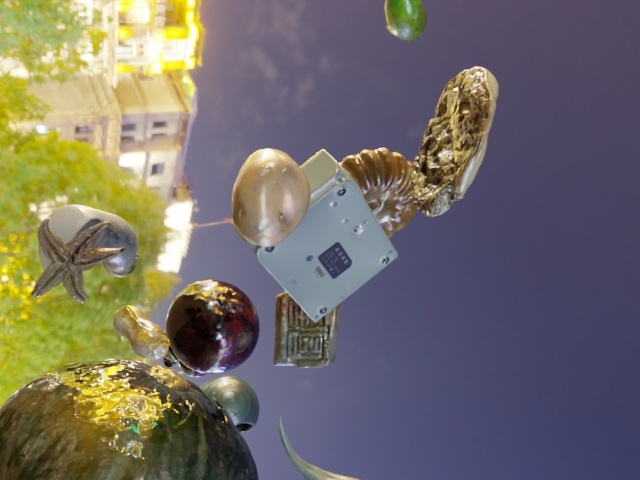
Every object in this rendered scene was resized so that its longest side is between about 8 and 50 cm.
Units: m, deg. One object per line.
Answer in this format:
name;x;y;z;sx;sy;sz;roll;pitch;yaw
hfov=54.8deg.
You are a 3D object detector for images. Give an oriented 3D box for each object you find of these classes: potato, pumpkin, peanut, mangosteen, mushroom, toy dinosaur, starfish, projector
potato;-0.071;-0.062;0.876;0.112;0.112;0.146;-20;-126;60
pumpkin;-0.322;0.379;1.034;0.454;0.455;0.343;-8;-125;60
peanut;-0.459;0.236;1.574;0.207;0.087;0.087;31;-54;36
mangosteen;-0.361;0.296;1.988;0.359;0.306;0.306;-51;-126;35
mushroom;-0.568;0.009;1.599;0.126;0.397;0.177;25;-89;11
toy dinosaur;0.020;0.543;1.273;0.392;0.206;0.092;55;-14;23
starfish;-0.564;0.039;1.395;0.043;0.227;0.240;34;-30;39
projector;0.000;0.000;1.050;0.108;0.198;0.250;49;-4;47

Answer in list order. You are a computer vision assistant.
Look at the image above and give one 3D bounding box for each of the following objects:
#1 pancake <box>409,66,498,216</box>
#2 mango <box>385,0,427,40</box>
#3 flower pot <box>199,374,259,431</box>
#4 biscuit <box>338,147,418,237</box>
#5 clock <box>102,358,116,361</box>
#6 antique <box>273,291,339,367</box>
pancake;0.324;-0.232;1.530;0.382;0.071;0.381;-164;-90;-78
mango;0.215;-0.589;1.600;0.119;0.100;0.178;51;4;25
flower pot;-0.262;0.453;1.647;0.157;0.189;0.243;60;-32;17
biscuit;0.153;-0.122;1.868;0.107;0.326;0.325;-104;-159;-54
clock;-0.664;0.448;1.885;0.093;0.166;0.162;35;-23;48
antique;-0.035;0.176;1.314;0.284;0.125;0.150;140;-46;-85
